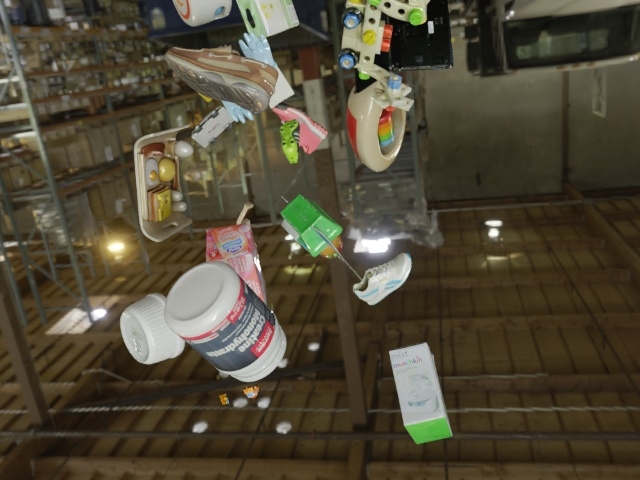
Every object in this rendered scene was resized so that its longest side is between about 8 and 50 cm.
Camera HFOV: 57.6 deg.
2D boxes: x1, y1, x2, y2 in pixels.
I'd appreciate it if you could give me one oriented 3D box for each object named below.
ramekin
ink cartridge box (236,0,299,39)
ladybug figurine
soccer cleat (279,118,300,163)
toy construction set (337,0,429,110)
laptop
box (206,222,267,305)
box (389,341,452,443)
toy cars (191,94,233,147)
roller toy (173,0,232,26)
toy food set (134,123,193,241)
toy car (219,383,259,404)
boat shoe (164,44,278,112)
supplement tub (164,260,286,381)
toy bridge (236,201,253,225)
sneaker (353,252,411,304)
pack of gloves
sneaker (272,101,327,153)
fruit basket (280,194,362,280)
[{"bbox_3d":[-0.511,0.271,1.747,0.207,0.207,0.109,10,-158,42],"label":"ramekin"},{"bbox_3d":[-0.203,-0.814,2.072,0.235,0.171,0.056,-7,-158,36],"label":"ink cartridge box"},{"bbox_3d":[0.210,-0.458,2.260,0.161,0.449,0.305,24,-120,26],"label":"ladybug figurine"},{"bbox_3d":[-0.087,-0.291,1.699,0.060,0.072,0.179,-9,-140,8],"label":"soccer cleat"},{"bbox_3d":[0.152,-0.462,1.319,0.214,0.328,0.151,9,-145,3],"label":"toy construction set"},{"bbox_3d":[0.227,-0.557,1.652,0.264,0.235,0.136,-3,167,3],"label":"laptop"},{"bbox_3d":[-0.263,0.109,1.856,0.142,0.300,0.154,-9,-136,-1],"label":"box"},{"bbox_3d":[0.312,0.471,1.785,0.126,0.262,0.231,-16,-122,9],"label":"box"},{"bbox_3d":[-0.438,-0.574,2.401,0.176,0.394,0.087,-3,-142,-23],"label":"toy cars"},{"bbox_3d":[-0.352,-0.743,1.710,0.146,0.191,0.209,-27,-128,-21],"label":"roller toy"},{"bbox_3d":[-0.430,-0.170,1.674,0.092,0.306,0.220,6,-160,13],"label":"toy food set"},{"bbox_3d":[-0.253,0.493,1.849,0.121,0.041,0.060,-19,168,-1],"label":"toy car"},{"bbox_3d":[-0.242,-0.421,1.450,0.324,0.116,0.123,26,166,19],"label":"boat shoe"},{"bbox_3d":[-0.215,0.194,1.360,0.191,0.272,0.191,-18,-135,19],"label":"supplement tub"},{"bbox_3d":[-0.326,-0.073,2.448,0.026,0.188,0.063,34,-141,21],"label":"toy bridge"},{"bbox_3d":[0.208,0.121,1.936,0.229,0.092,0.087,-46,-149,20],"label":"sneaker"},{"bbox_3d":[-0.197,-0.444,1.615,0.195,0.232,0.046,-32,-140,-1],"label":"pack of gloves"},{"bbox_3d":[-0.092,-0.444,2.338,0.116,0.136,0.313,31,-177,40],"label":"sneaker"},{"bbox_3d":[0.000,0.000,2.276,0.165,0.353,0.327,-39,-136,-5],"label":"fruit basket"}]
